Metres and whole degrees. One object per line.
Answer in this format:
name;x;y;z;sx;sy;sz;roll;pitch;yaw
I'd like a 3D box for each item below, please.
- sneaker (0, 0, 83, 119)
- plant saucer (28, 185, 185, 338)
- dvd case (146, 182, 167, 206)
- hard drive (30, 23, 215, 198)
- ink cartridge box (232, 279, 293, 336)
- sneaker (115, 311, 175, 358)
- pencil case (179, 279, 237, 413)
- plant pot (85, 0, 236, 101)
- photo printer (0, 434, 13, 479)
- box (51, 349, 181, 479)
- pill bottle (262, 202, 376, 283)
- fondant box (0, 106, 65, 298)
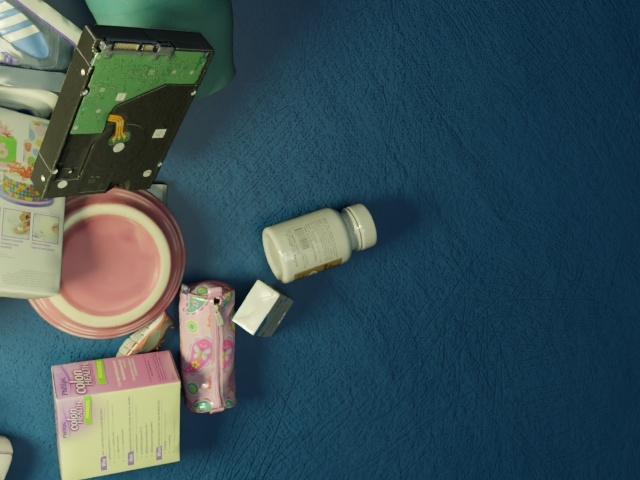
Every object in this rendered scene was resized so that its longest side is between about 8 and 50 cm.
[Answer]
sneaker;-0.605;-0.355;1.516;0.323;0.130;0.236;34;83;-29
plant saucer;-0.431;0.043;1.656;0.332;0.084;0.331;-4;102;-20
dvd case;-0.439;-0.033;1.699;0.239;0.029;0.179;1;100;-22
hard drive;-0.353;-0.221;1.460;0.237;0.064;0.339;-11;145;-45
ink cartridge box;-0.123;0.152;1.809;0.060;0.180;0.104;32;87;11
sneaker;-0.369;0.222;1.762;0.158;0.061;0.065;-47;119;-6
pencil case;-0.240;0.225;1.779;0.124;0.124;0.284;-3;102;-21
plant pot;-0.281;-0.406;1.573;0.272;0.272;0.255;-27;123;-14
photo printer;-0.777;0.480;1.570;0.308;0.107;0.256;20;95;-48
box;-0.419;0.359;1.707;0.243;0.117;0.213;-6;120;-21
pill bottle;0.000;0.000;1.820;0.229;0.131;0.131;-19;107;-17
fondant box;-0.586;-0.069;1.476;0.238;0.096;0.330;11;75;-44
